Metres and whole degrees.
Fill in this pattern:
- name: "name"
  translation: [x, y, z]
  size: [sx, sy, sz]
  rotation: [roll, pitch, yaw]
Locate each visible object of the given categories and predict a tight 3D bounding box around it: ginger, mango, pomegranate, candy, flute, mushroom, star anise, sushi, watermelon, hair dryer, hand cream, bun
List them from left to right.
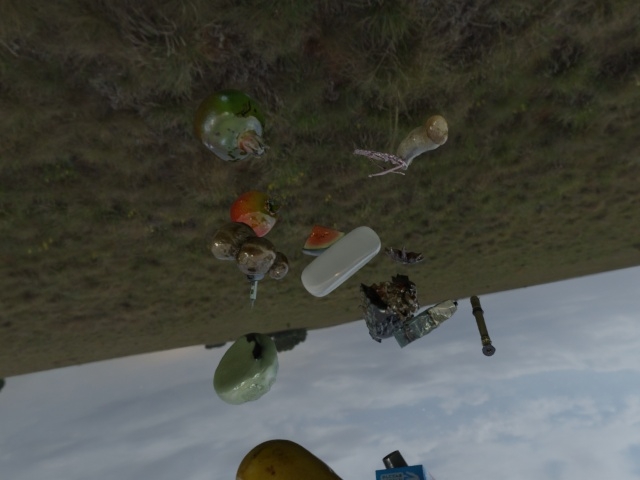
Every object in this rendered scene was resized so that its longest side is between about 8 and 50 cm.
- name: "pomegranate"
  translation: [-0.205, -0.268, 1.016]
  size: [0.180, 0.210, 0.179]
  rotation: [-42, 158, -21]
- name: "ginger"
  translation: [-0.264, 0.042, 1.532]
  size: [0.304, 0.155, 0.245]
  rotation: [33, -172, 18]
- name: "bun"
  translation: [-0.264, 0.512, 1.601]
  size: [0.293, 0.293, 0.187]
  rotation: [-20, 124, 42]
- name: "hair dryer"
  translation: [-0.314, 0.229, 1.940]
  size: [0.057, 0.197, 0.100]
  rotation: [7, -174, 19]
- name: "pomegranate"
  translation: [-0.292, -0.130, 1.906]
  size: [0.257, 0.220, 0.221]
  rotation: [-25, 164, 24]
- name: "mango"
  translation: [-0.081, 0.879, 1.433]
  size: [0.446, 0.300, 0.232]
  rotation: [28, 128, -6]
- name: "watermelon"
  translation: [0.007, 0.020, 1.723]
  size: [0.193, 0.137, 0.145]
  rotation: [-17, 145, -12]
- name: "sushi"
  translation: [0.264, 0.242, 1.537]
  size: [0.219, 0.238, 0.224]
  rotation: [-21, 136, -10]
- name: "star anise"
  translation: [0.288, 0.055, 1.448]
  size: [0.141, 0.042, 0.141]
  rotation: [17, 165, 5]
- name: "candy"
  translation: [0.297, 0.812, 1.319]
  size: [0.158, 0.100, 0.305]
  rotation: [-18, 133, 17]
- name: "mushroom"
  translation: [0.385, -0.380, 1.622]
  size: [0.095, 0.122, 0.351]
  rotation: [-8, 173, -13]
- name: "hand cream"
  translation: [0.363, 0.277, 1.415]
  size: [0.248, 0.075, 0.052]
  rotation: [-31, 180, -2]
- name: "flute"
  translation: [0.350, 0.177, 0.906]
  size: [0.027, 0.027, 0.233]
  rotation: [-13, -165, 17]

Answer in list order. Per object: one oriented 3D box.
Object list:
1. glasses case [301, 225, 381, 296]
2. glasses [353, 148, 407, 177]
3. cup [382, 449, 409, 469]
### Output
- name: "glasses case"
  translation: [0.054, 0.054, 1.086]
  size: [0.233, 0.092, 0.059]
  rotation: [-40, 157, -2]
- name: "glasses"
  translation: [0.238, -0.321, 1.703]
  size: [0.256, 0.095, 0.162]
  rotation: [20, 177, 43]
- name: "cup"
  translation: [0.263, 0.777, 1.433]
  size: [0.078, 0.077, 0.100]
  rotation: [-31, 160, 3]
